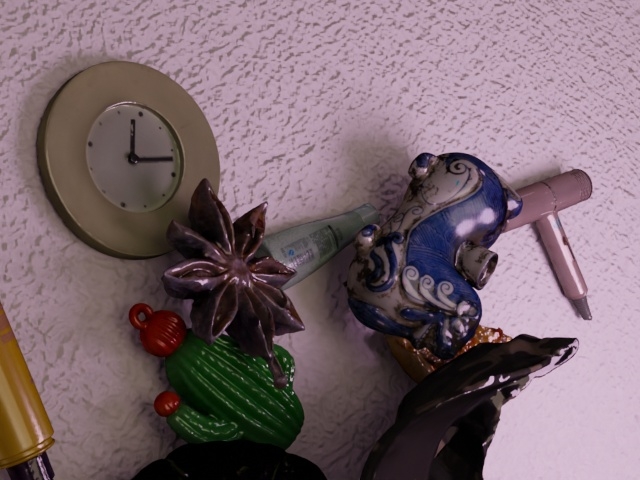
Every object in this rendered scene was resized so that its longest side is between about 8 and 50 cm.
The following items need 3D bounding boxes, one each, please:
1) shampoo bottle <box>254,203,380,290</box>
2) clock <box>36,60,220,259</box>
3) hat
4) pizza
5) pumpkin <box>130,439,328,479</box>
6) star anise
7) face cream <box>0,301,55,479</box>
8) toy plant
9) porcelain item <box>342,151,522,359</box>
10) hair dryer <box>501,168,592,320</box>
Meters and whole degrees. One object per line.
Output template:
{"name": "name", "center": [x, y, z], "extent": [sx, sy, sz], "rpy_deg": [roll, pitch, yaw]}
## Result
{"name": "shampoo bottle", "center": [0.000, 0.000, 1.811], "extent": [0.190, 0.041, 0.069], "rpy_deg": [-27, 93, -38]}
{"name": "clock", "center": [-0.221, -0.094, 1.665], "extent": [0.235, 0.029, 0.235], "rpy_deg": [9, 75, -36]}
{"name": "hat", "center": [0.127, 0.239, 1.688], "extent": [0.381, 0.257, 0.366], "rpy_deg": [19, 96, -45]}
{"name": "pizza", "center": [0.187, 0.152, 1.920], "extent": [0.246, 0.058, 0.127], "rpy_deg": [26, 66, -35]}
{"name": "pumpkin", "center": [-0.100, 0.364, 1.562], "extent": [0.296, 0.296, 0.296], "rpy_deg": [8, 77, -37]}
{"name": "star anise", "center": [-0.101, 0.057, 1.646], "extent": [0.230, 0.081, 0.262], "rpy_deg": [2, 64, -57]}
{"name": "face cream", "center": [-0.333, 0.175, 1.495], "extent": [0.078, 0.078, 0.273], "rpy_deg": [-26, 98, -38]}
{"name": "toy plant", "center": [-0.122, 0.169, 1.652], "extent": [0.240, 0.088, 0.155], "rpy_deg": [18, 64, -34]}
{"name": "porcelain item", "center": [0.157, 0.012, 1.824], "extent": [0.186, 0.138, 0.288], "rpy_deg": [29, 56, 16]}
{"name": "hair dryer", "center": [0.331, 0.024, 2.071], "extent": [0.195, 0.053, 0.220], "rpy_deg": [-18, 100, -38]}
